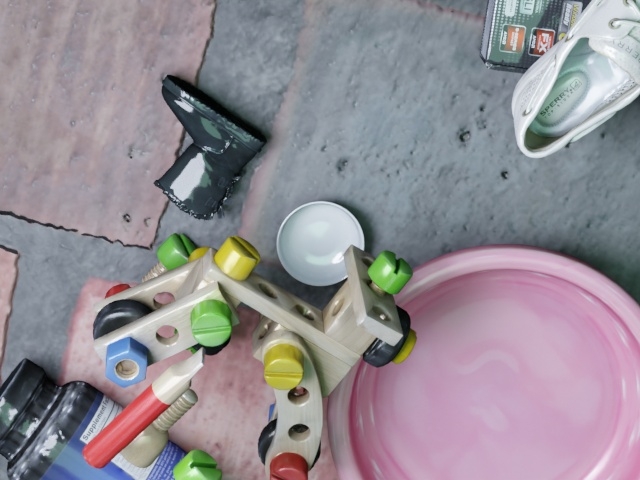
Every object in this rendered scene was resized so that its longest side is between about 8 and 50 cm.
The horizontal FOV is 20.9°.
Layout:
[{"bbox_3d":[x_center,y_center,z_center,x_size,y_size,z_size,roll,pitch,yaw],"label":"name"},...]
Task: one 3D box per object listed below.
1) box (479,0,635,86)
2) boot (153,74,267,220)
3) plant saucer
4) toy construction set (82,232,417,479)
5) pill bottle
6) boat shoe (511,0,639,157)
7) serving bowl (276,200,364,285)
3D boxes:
[{"bbox_3d":[0.271,-0.277,1.564,0.216,0.060,0.270,8,105,-2],"label":"box"},{"bbox_3d":[-0.120,-0.084,1.623,0.121,0.045,0.099,35,105,-10],"label":"boot"},{"bbox_3d":[0.172,0.158,1.668,0.332,0.084,0.332,0,105,0],"label":"plant saucer"},{"bbox_3d":[-0.053,0.083,1.493,0.257,0.309,0.237,47,112,2],"label":"toy construction set"},{"bbox_3d":[-0.220,0.212,1.659,0.219,0.123,0.123,36,102,-9],"label":"pill bottle"},{"bbox_3d":[0.266,-0.171,1.484,0.098,0.096,0.277,34,120,-8],"label":"boat shoe"},{"bbox_3d":[0.000,0.000,1.653,0.083,0.027,0.083,0,106,0],"label":"serving bowl"}]
